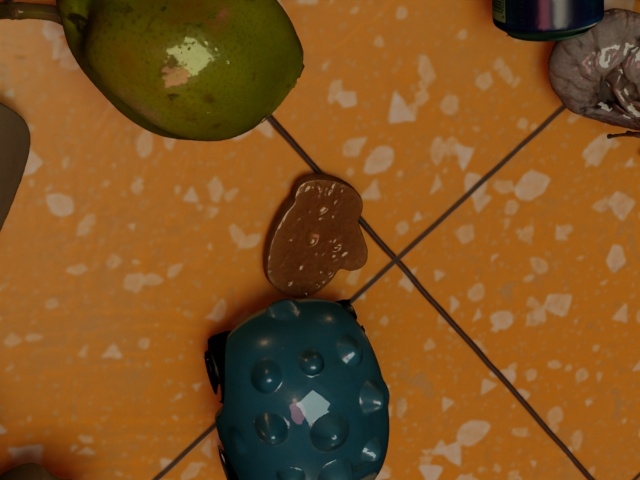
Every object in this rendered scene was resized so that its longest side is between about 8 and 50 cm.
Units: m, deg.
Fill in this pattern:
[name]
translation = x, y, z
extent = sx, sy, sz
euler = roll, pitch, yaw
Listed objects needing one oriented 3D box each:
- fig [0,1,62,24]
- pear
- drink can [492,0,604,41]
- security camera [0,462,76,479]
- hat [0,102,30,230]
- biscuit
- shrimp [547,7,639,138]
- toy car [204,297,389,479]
[fig]
translation = -0.349, -0.193, 1.100
extent = 0.257, 0.159, 0.159
euler = -11, 115, -34
[pear]
translation = -0.135, -0.184, 1.137
extent = 0.220, 0.187, 0.187
euler = 22, 102, -32
[drink can]
translation = 0.229, -0.311, 1.254
extent = 0.118, 0.118, 0.205
euler = -12, 116, -15
[security camera]
translation = -0.367, 0.265, 1.235
extent = 0.197, 0.191, 0.277
euler = -21, 124, 39
[hat]
translation = -0.353, -0.041, 1.158
extent = 0.166, 0.144, 0.173
euler = 22, 125, -28
[biscuit]
translation = -0.001, -0.001, 1.350
extent = 0.118, 0.023, 0.140
euler = 25, 100, -27
[shrimp]
translation = 0.404, -0.150, 1.383
extent = 0.343, 0.116, 0.145
euler = 21, 103, -18
[toy car]
translation = -0.013, 0.192, 1.332
extent = 0.188, 0.190, 0.255
euler = -13, 117, -15
